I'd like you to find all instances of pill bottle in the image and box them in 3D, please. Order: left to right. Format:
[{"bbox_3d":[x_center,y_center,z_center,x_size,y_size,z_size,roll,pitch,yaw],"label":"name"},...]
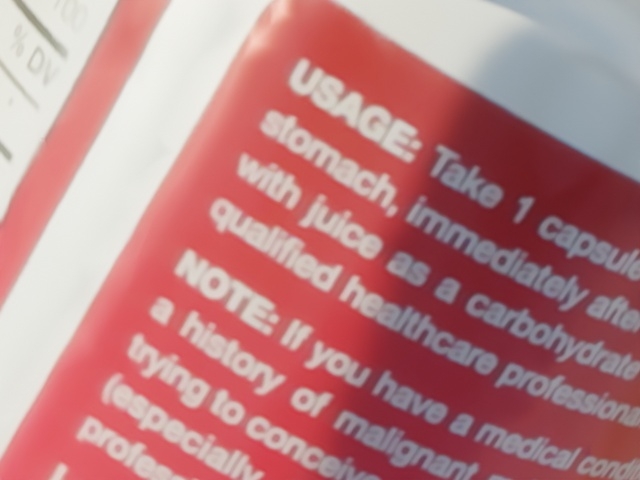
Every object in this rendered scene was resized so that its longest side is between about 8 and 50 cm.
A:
[{"bbox_3d":[0.000,0.000,0.445,0.229,0.229,0.407,33,107,2],"label":"pill bottle"}]
